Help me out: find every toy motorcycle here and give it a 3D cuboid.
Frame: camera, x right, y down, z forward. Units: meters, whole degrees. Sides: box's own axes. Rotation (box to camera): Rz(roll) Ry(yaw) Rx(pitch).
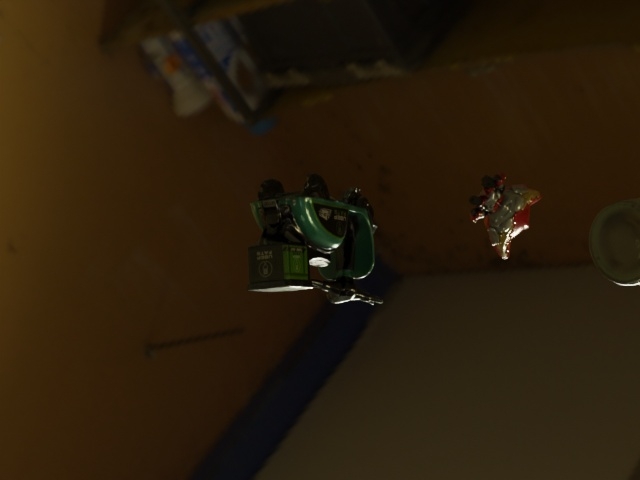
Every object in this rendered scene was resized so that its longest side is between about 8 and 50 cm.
[{"bbox_3d":[0.000,0.000,1.099,0.058,0.173,0.100,-5,-96,29],"label":"toy motorcycle"}]

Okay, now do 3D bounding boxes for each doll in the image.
[{"bbox_3d":[0.250,-0.044,1.886,0.057,0.169,0.109,28,-92,38],"label":"doll"}]

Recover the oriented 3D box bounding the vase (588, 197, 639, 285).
[{"bbox_3d":[0.218,-0.002,0.845,0.100,0.053,0.053,-6,-175,-40],"label":"vase"}]
